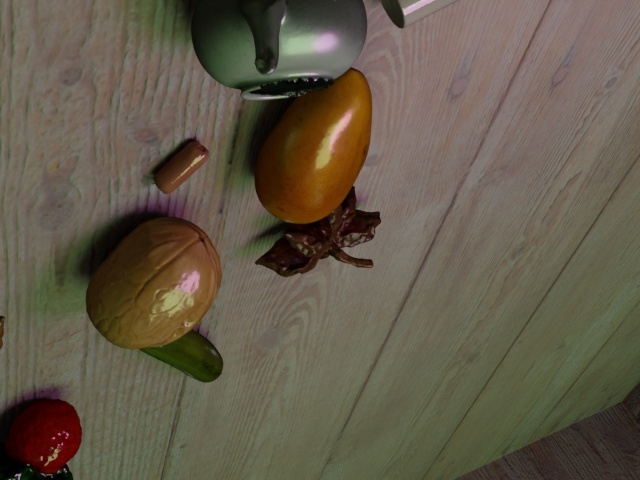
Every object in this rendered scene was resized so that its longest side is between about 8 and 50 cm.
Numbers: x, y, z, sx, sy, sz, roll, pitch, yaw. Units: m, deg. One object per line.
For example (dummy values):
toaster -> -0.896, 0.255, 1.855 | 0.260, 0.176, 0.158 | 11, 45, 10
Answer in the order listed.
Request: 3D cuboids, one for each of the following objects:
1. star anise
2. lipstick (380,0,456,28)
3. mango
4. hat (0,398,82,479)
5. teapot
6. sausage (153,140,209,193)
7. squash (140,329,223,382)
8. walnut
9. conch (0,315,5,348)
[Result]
star anise -> -0.003, -0.006, 1.596 | 0.212, 0.111, 0.196 | -26, 145, 1
lipstick -> 0.196, -0.352, 1.270 | 0.254, 0.070, 0.070 | -29, 152, -7
mango -> -0.003, -0.129, 1.366 | 0.154, 0.126, 0.252 | -22, 151, -43
hat -> -0.482, 0.412, 1.647 | 0.332, 0.242, 0.274 | -53, 161, 10
teapot -> -0.043, -0.222, 1.115 | 0.193, 0.129, 0.294 | -8, 179, 6
sausage -> -0.182, -0.096, 1.330 | 0.083, 0.034, 0.034 | -40, 151, 14
squash -> -0.227, 0.187, 1.694 | 0.080, 0.071, 0.318 | -36, 152, 8
walnut -> -0.227, 0.061, 1.407 | 0.197, 0.165, 0.165 | -37, 152, 15
conch -> -0.504, 0.184, 1.388 | 0.093, 0.109, 0.330 | -12, 157, -46
